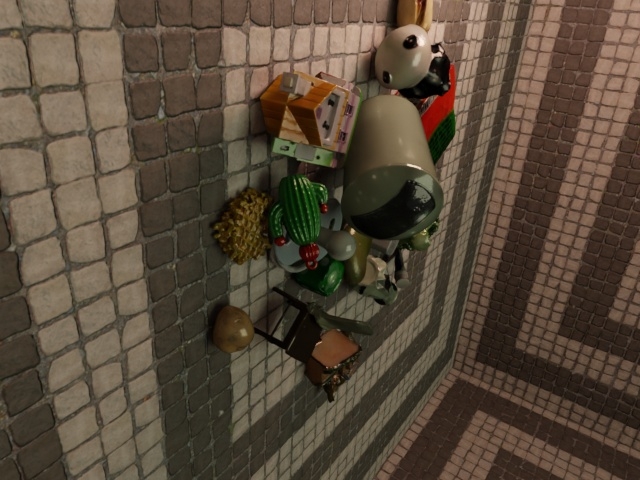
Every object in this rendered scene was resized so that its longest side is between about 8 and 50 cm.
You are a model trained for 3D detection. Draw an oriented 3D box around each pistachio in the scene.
[{"bbox_3d":[0.307,-0.767,1.643,0.145,0.117,0.201,-97,-179,-64],"label":"pistachio"}]

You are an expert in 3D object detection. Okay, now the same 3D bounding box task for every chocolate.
[{"bbox_3d":[0.378,-0.438,1.905,0.360,0.161,0.341,-53,146,-29],"label":"chocolate"}]

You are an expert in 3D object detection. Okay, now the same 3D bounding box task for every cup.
[{"bbox_3d":[0.235,-0.003,1.970,0.095,0.129,0.128,-63,154,2],"label":"cup"}]

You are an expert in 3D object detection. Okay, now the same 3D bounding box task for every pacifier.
[{"bbox_3d":[0.000,0.000,1.451,0.299,0.233,0.244,-5,111,-51],"label":"pacifier"}]

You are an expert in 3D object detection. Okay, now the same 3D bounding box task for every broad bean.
[{"bbox_3d":[0.119,0.025,1.826,0.189,0.121,0.263,58,43,-49],"label":"broad bean"}]

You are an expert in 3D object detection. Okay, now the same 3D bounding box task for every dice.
[{"bbox_3d":[-0.003,0.104,1.641,0.128,0.120,0.131,-65,153,-12],"label":"dice"}]

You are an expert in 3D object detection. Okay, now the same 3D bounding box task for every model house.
[{"bbox_3d":[0.042,0.471,1.909,0.183,0.166,0.172,-25,133,-37],"label":"model house"}]

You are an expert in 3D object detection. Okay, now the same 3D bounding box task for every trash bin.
[{"bbox_3d":[0.197,-0.207,1.467,0.280,0.280,0.432,74,13,-46],"label":"trash bin"}]

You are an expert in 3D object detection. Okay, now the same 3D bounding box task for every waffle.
[{"bbox_3d":[-0.183,-0.036,1.304,0.197,0.070,0.193,-50,145,-32],"label":"waffle"}]

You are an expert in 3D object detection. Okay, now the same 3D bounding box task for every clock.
[{"bbox_3d":[-0.035,-0.322,1.288,0.309,0.166,0.235,-8,115,-66],"label":"clock"}]

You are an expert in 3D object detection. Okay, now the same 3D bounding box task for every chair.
[{"bbox_3d":[-0.025,0.276,1.504,0.186,0.319,0.160,-61,149,-15],"label":"chair"}]

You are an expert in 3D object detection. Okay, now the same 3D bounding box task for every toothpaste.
[{"bbox_3d":[0.346,0.105,2.200,0.266,0.061,0.096,-87,176,-54],"label":"toothpaste"}]

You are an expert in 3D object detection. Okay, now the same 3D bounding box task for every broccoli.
[{"bbox_3d":[0.363,-0.055,2.039,0.270,0.269,0.270,-107,-165,-58],"label":"broccoli"}]

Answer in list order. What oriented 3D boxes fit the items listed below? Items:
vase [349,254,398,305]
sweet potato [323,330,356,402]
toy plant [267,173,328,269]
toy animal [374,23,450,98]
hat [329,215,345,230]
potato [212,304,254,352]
[{"bbox_3d":[0.228,0.175,2.046,0.165,0.165,0.360,-64,154,-10],"label":"vase"},{"bbox_3d":[0.091,0.520,2.080,0.124,0.098,0.310,35,73,-52],"label":"sweet potato"},{"bbox_3d":[-0.061,-0.053,1.308,0.088,0.154,0.240,-178,-80,-75],"label":"toy plant"},{"bbox_3d":[0.285,-0.579,1.628,0.266,0.212,0.213,13,96,-45],"label":"toy animal"},{"bbox_3d":[0.004,-0.074,1.611,0.146,0.067,0.146,-6,114,-13],"label":"hat"},{"bbox_3d":[-0.233,0.244,1.359,0.112,0.112,0.147,-44,148,-38],"label":"potato"}]
